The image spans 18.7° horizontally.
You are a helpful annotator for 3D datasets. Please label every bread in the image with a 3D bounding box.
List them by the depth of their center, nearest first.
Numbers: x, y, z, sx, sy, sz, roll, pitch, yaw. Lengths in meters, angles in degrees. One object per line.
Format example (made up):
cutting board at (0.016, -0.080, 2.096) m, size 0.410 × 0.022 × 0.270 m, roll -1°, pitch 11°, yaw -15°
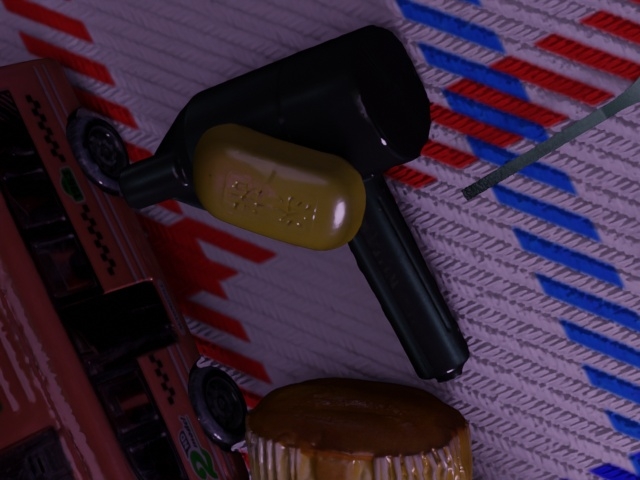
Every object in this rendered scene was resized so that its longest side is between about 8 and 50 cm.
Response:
bread at (0.031, 0.177, 1.603) m, size 0.190 × 0.132 × 0.114 m, roll 2°, pitch 106°, yaw 21°

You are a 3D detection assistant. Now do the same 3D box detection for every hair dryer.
hair dryer at (0.000, 0.000, 1.586) m, size 0.244 × 0.116 × 0.302 m, roll -19°, pitch 105°, yaw 31°

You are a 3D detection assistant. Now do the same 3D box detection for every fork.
fork at (0.205, -0.092, 1.502) m, size 0.235 × 0.021 × 0.039 m, roll -30°, pitch 88°, yaw 30°

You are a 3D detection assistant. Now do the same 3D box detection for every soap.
soap at (-0.034, -0.039, 1.489) m, size 0.140 × 0.045 × 0.089 m, roll 17°, pitch 125°, yaw 8°

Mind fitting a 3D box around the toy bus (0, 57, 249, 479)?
toy bus at (-0.243, 0.074, 1.621) m, size 0.203 × 0.233 × 0.427 m, roll -28°, pitch 85°, yaw 29°
